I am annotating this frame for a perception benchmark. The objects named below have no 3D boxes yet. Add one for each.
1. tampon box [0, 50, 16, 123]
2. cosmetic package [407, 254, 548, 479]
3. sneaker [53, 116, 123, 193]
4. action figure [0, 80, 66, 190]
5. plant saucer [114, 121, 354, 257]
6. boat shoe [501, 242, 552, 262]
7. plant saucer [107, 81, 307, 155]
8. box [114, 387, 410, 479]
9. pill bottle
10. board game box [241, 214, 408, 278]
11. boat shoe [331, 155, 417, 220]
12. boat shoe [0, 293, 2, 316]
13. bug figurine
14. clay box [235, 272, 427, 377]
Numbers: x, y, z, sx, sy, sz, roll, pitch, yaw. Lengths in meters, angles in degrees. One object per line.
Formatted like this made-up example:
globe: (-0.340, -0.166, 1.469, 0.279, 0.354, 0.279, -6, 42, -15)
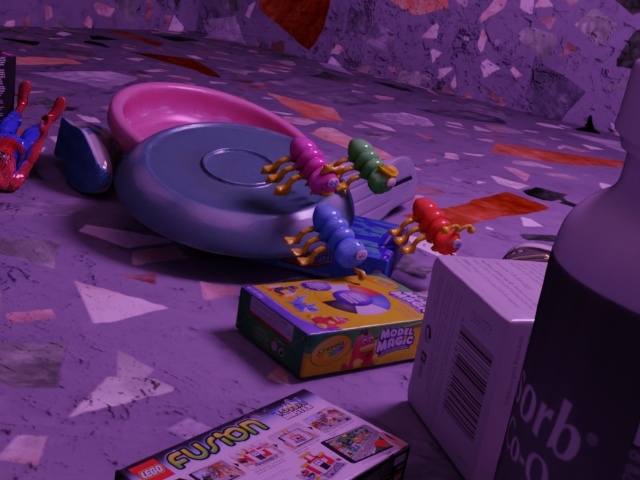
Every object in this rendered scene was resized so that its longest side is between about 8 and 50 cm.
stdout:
tampon box: (-0.561, -0.226, 1.438, 0.120, 0.161, 0.101, 22, 22, 33)
cosmetic package: (0.198, 0.111, 0.804, 0.184, 0.151, 0.151, 4, 18, -18)
sneaker: (-0.342, -0.133, 1.390, 0.092, 0.087, 0.228, 9, 20, -28)
action figure: (-0.434, -0.173, 1.313, 0.091, 0.139, 0.280, 22, 34, -13)
plant saucer: (-0.107, -0.082, 1.189, 0.318, 0.043, 0.317, 9, 31, -5)
boat shoe: (0.350, 0.073, 1.081, 0.305, 0.109, 0.091, 12, 17, 26)
plant saucer: (-0.170, -0.140, 1.415, 0.332, 0.084, 0.332, 16, 28, -9)
box: (-0.037, 0.175, 0.674, 0.114, 0.036, 0.207, 22, 22, 34)
pill bottle: (0.227, 0.088, 0.542, 0.210, 0.362, 0.210, 9, 17, -3)
board game box: (0.000, 0.000, 1.212, 0.210, 0.047, 0.160, 12, 19, 11)
boat shoe: (0.056, -0.075, 1.427, 0.094, 0.109, 0.302, -9, 3, 30)
boat shoe: (-0.431, 0.063, 0.727, 0.335, 0.112, 0.095, 0, 2, -43)
bug figurine: (0.056, -0.046, 1.111, 0.279, 0.072, 0.216, -7, 52, -48)
clay box: (0.038, 0.083, 0.967, 0.222, 0.053, 0.127, -5, 22, -37)
